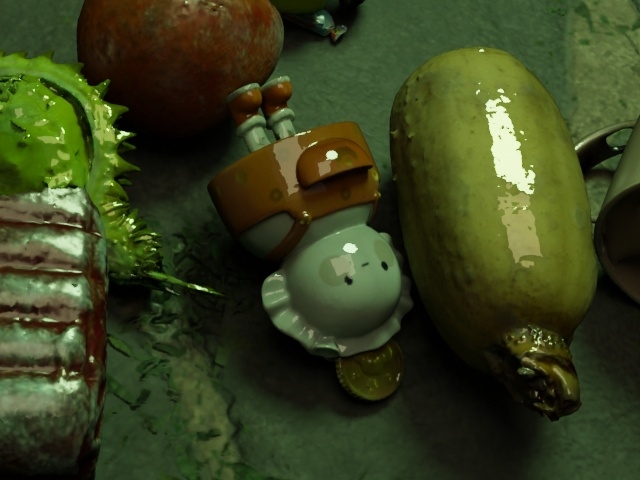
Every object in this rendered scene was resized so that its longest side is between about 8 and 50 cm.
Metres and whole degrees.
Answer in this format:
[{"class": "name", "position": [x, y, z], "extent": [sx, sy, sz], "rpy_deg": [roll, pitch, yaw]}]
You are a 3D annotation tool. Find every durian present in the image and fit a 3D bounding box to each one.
[{"class": "durian", "position": [-0.223, -0.073, 1.300], "extent": [0.132, 0.106, 0.375], "rpy_deg": [-36, 66, -22]}]

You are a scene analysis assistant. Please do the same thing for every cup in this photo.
[{"class": "cup", "position": [0.323, -0.057, 1.361], "extent": [0.253, 0.191, 0.200], "rpy_deg": [1, 47, 29]}]

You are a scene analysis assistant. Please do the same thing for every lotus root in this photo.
[{"class": "lotus root", "position": [0.139, -0.006, 1.283], "extent": [0.152, 0.169, 0.342], "rpy_deg": [-2, 58, -9]}]

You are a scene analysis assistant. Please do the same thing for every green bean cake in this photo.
[{"class": "green bean cake", "position": [-0.204, 0.106, 1.111], "extent": [0.097, 0.232, 0.198], "rpy_deg": [3, 53, -13]}]

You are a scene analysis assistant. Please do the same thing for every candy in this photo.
[{"class": "candy", "position": [-0.016, -0.208, 1.472], "extent": [0.083, 0.020, 0.030], "rpy_deg": [27, 57, 4]}]

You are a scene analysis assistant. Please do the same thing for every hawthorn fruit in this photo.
[{"class": "hawthorn fruit", "position": [-0.123, -0.169, 1.345], "extent": [0.173, 0.173, 0.173], "rpy_deg": [5, 57, -8]}]

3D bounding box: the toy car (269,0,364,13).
[{"class": "toy car", "position": [-0.019, -0.331, 1.472], "extent": [0.200, 0.142, 0.248], "rpy_deg": [22, 48, 4]}]

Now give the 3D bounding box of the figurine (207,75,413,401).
[{"class": "figurine", "position": [-0.005, 0.000, 1.289], "extent": [0.143, 0.143, 0.271], "rpy_deg": [-17, 97, -20]}]
